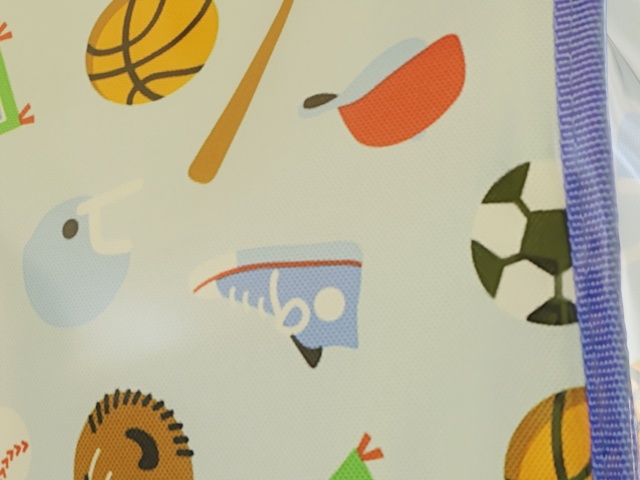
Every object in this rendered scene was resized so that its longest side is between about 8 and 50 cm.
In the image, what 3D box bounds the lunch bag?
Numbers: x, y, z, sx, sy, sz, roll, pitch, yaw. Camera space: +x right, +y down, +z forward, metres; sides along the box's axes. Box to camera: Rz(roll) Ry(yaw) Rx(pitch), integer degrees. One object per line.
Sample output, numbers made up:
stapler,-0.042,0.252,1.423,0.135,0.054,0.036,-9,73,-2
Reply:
lunch bag,0.000,0.000,0.565,0.328,0.385,0.239,-9,174,29
